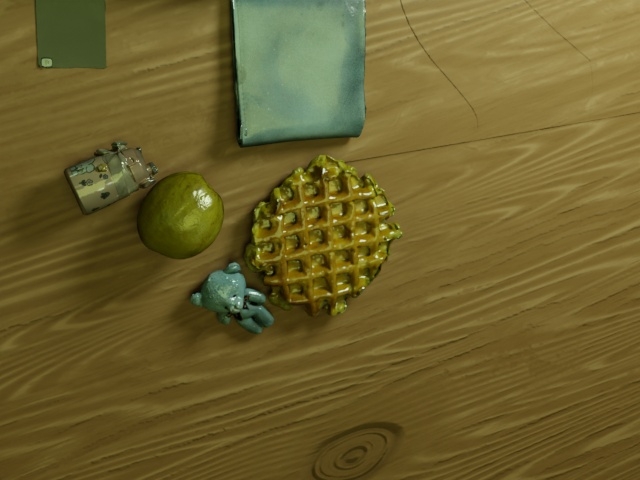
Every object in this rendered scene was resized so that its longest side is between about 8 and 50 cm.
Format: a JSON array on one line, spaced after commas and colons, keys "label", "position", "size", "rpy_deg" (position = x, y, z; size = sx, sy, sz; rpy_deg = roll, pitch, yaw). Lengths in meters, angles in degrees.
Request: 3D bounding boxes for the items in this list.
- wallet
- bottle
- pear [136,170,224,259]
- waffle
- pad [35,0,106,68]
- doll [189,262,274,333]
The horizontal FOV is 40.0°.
[{"label": "wallet", "position": [-0.039, -0.319, 1.614], "size": [0.251, 0.054, 0.290], "rpy_deg": [-8, 110, -17]}, {"label": "bottle", "position": [-0.368, -0.116, 1.559], "size": [0.152, 0.099, 0.099], "rpy_deg": [-26, 115, -13]}, {"label": "pear", "position": [-0.250, -0.046, 1.591], "size": [0.149, 0.149, 0.162], "rpy_deg": [37, 105, -26]}, {"label": "waffle", "position": [0.000, 0.000, 1.735], "size": [0.302, 0.068, 0.325], "rpy_deg": [36, 94, -26]}, {"label": "pad", "position": [-0.422, -0.388, 1.487], "size": [0.116, 0.004, 0.193], "rpy_deg": [-3, 109, -18]}, {"label": "doll", "position": [-0.162, 0.129, 1.722], "size": [0.120, 0.075, 0.180], "rpy_deg": [-40, 116, 4]}]
